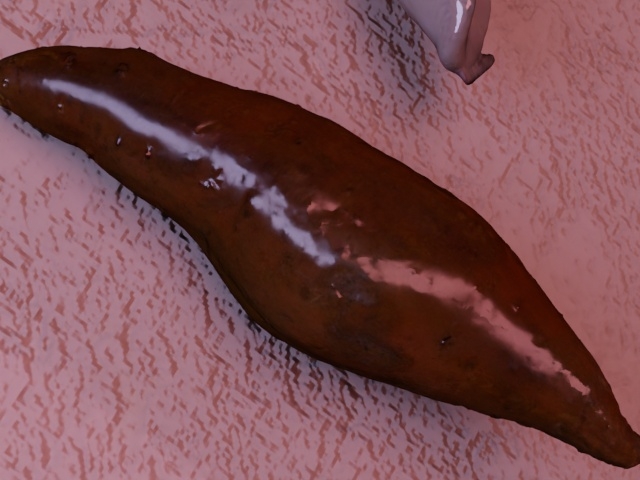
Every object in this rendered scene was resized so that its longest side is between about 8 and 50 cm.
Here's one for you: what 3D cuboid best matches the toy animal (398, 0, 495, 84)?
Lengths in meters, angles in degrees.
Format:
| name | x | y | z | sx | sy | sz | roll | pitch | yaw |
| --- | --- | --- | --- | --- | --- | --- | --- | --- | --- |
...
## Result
| name | x | y | z | sx | sy | sz | roll | pitch | yaw |
| --- | --- | --- | --- | --- | --- | --- | --- | --- | --- |
| toy animal | 0.096 | -0.250 | 0.741 | 0.208 | 0.154 | 0.325 | 37 | 71 | -16 |

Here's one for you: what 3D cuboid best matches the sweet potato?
| name | x | y | z | sx | sy | sz | roll | pitch | yaw |
| --- | --- | --- | --- | --- | --- | --- | --- | --- | --- |
| sweet potato | 0.005 | 0.002 | 0.638 | 0.359 | 0.112 | 0.112 | 34 | 61 | 11 |
